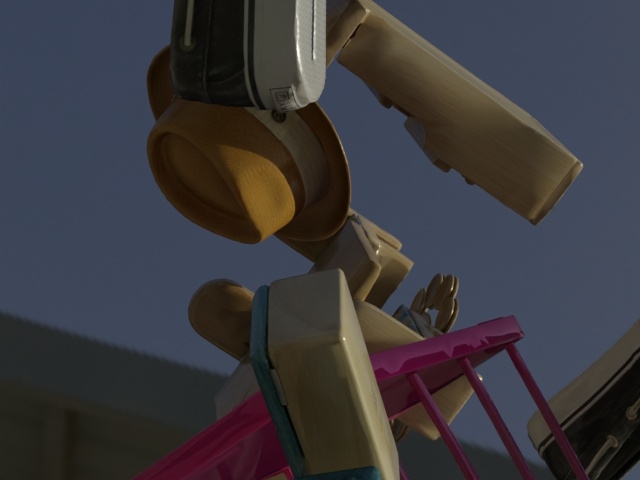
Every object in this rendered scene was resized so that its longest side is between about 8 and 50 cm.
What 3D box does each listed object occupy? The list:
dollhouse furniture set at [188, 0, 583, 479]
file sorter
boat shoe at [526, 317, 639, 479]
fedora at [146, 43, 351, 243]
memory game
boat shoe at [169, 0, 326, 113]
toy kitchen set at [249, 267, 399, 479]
[{"bbox_3d":[0.000,0.000,1.414,0.256,0.362,0.394,34,-79,-17],"label":"dollhouse furniture set"},{"bbox_3d":[0.030,0.192,1.058,0.202,0.290,0.182,-37,-106,32],"label":"file sorter"},{"bbox_3d":[0.308,0.121,1.369,0.306,0.113,0.105,-44,-124,25],"label":"boat shoe"},{"bbox_3d":[-0.069,-0.059,1.199,0.194,0.079,0.194,25,-38,21],"label":"fedora"},{"bbox_3d":[0.087,0.117,1.496,0.012,0.186,0.186,23,-45,-11],"label":"memory game"},{"bbox_3d":[-0.060,-0.254,1.075,0.119,0.121,0.335,0,-96,10],"label":"boat shoe"},{"bbox_3d":[-0.054,0.133,0.678,0.166,0.207,0.122,-12,-56,7],"label":"toy kitchen set"}]
